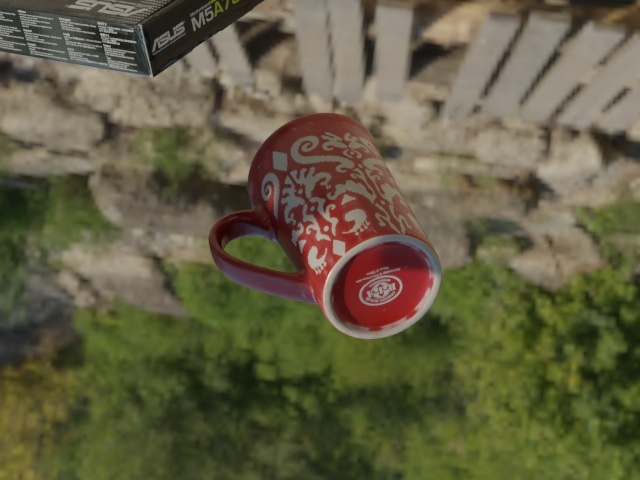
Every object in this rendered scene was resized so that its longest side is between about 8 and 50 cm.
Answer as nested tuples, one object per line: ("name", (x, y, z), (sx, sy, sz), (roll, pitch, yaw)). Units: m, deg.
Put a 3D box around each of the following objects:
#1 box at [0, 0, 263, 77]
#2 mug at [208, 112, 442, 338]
("box", (-0.133, -0.182, 1.053), (0.190, 0.045, 0.184), (14, -143, 35))
("mug", (0.008, 0.004, 1.138), (0.113, 0.150, 0.169), (39, -168, -35))
